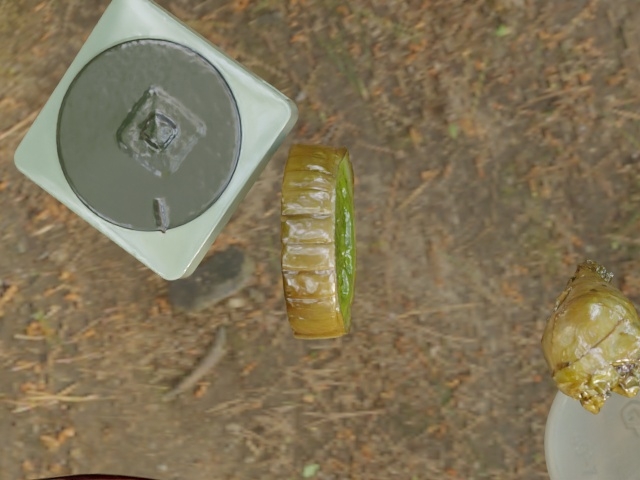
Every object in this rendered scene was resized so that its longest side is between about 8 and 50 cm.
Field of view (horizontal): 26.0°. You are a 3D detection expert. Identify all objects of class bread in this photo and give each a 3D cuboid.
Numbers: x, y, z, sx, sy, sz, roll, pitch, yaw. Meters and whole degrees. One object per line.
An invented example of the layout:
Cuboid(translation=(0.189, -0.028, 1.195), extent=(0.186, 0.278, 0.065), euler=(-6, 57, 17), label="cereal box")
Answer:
Cuboid(translation=(0.000, 0.000, 1.649), extent=(0.070, 0.236, 0.236), euler=(-2, 84, 8), label="bread")

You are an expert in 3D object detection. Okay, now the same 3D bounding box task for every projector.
Cuboid(translation=(-0.196, -0.125, 1.650), extent=(0.257, 0.079, 0.259), euler=(36, 99, 8), label="projector")

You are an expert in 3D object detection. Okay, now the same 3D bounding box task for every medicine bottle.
Cuboid(translation=(0.450, 0.254, 1.640), extent=(0.340, 0.208, 0.208), euler=(15, 77, -37), label="medicine bottle")

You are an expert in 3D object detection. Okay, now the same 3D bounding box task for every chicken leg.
Cuboid(translation=(0.234, 0.074, 1.171), extent=(0.101, 0.085, 0.207), euler=(52, 19, -8), label="chicken leg")

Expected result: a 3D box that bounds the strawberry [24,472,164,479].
Cuboid(translation=(-0.171, 0.284, 0.816), extent=(0.345, 0.295, 0.317), euler=(17, 47, -26), label="strawberry")
